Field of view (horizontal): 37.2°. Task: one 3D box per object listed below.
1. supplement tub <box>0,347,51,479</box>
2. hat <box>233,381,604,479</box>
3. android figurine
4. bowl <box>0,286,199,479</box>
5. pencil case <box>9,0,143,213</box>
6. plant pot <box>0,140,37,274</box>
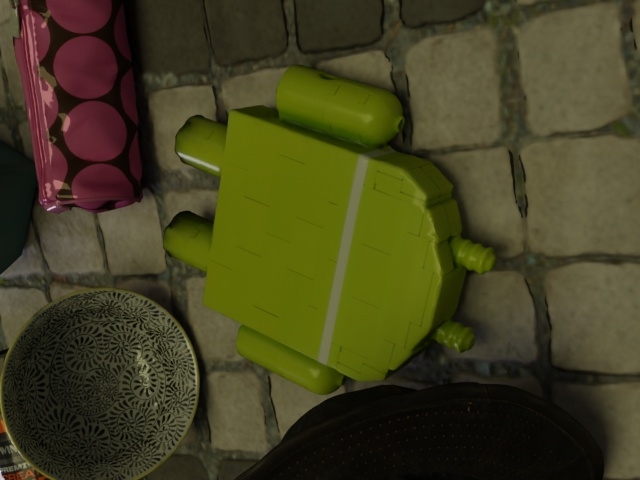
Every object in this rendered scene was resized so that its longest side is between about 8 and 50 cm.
[{"bbox_3d":[-0.262,0.196,0.908,0.106,0.106,0.198,-16,94,34],"label":"supplement tub"},{"bbox_3d":[0.033,0.202,0.682,0.134,0.331,0.331,-122,45,-55],"label":"hat"},{"bbox_3d":[0.000,0.000,0.720,0.272,0.056,0.248,20,112,28],"label":"android figurine"},{"bbox_3d":[-0.199,0.127,0.842,0.080,0.170,0.170,-11,97,66],"label":"bowl"},{"bbox_3d":[-0.207,-0.124,0.795,0.095,0.098,0.209,-1,103,33],"label":"pencil case"},{"bbox_3d":[-0.381,-0.026,0.848,0.165,0.234,0.165,31,117,24],"label":"plant pot"}]
